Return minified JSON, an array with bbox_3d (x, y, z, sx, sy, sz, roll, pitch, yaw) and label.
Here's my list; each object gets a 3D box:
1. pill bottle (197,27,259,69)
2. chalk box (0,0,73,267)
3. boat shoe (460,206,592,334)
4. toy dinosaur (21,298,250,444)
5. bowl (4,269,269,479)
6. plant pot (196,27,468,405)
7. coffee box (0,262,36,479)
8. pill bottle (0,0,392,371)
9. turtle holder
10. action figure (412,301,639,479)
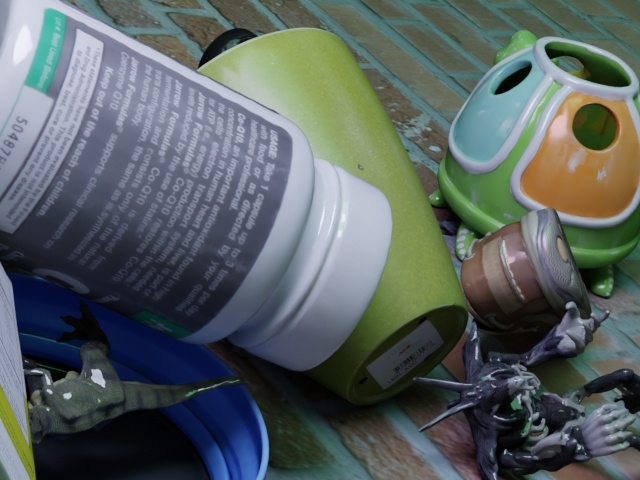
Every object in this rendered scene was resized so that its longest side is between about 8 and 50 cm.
[{"bbox_3d":[-0.037,-0.154,2.254,0.123,0.122,0.219,-10,36,-44],"label":"pill bottle"},{"bbox_3d":[-0.306,-0.134,1.760,0.180,0.289,0.179,1,-14,25],"label":"chalk box"},{"bbox_3d":[0.193,0.035,1.948,0.116,0.123,0.324,-21,-11,7],"label":"boat shoe"},{"bbox_3d":[-0.187,0.107,1.541,0.118,0.064,0.268,38,28,31],"label":"toy dinosaur"},{"bbox_3d":[-0.237,0.152,1.570,0.391,0.077,0.391,14,26,-7],"label":"bowl"},{"bbox_3d":[0.000,0.000,1.850,0.275,0.274,0.293,-11,53,-45],"label":"plant pot"},{"bbox_3d":[-0.402,0.033,1.263,0.338,0.338,0.334,-21,31,-1],"label":"coffee box"},{"bbox_3d":[-0.135,-0.041,1.589,0.361,0.204,0.204,27,21,-23],"label":"pill bottle"},{"bbox_3d":[0.269,-0.107,2.223,0.243,0.227,0.320,22,26,11],"label":"turtle holder"},{"bbox_3d":[0.227,0.141,1.790,0.276,0.141,0.164,7,56,-28],"label":"action figure"}]
